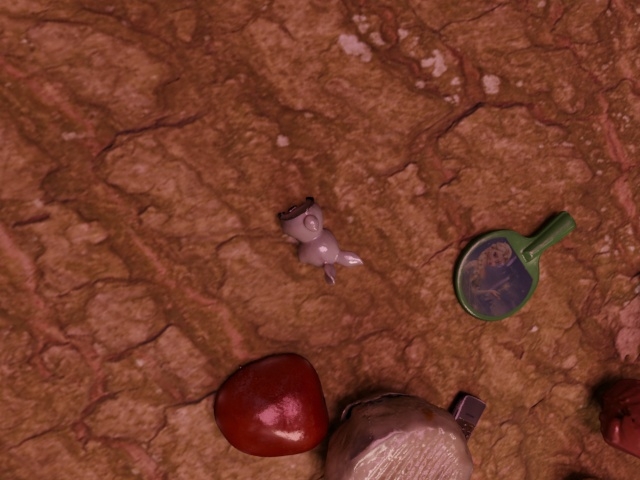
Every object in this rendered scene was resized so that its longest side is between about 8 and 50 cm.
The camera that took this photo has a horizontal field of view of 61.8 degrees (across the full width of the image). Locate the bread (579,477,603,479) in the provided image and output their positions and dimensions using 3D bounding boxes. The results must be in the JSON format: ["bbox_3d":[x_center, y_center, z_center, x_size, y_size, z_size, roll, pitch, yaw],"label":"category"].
[{"bbox_3d":[0.551,0.545,1.014,0.236,0.106,0.140,40,85,-16],"label":"bread"}]

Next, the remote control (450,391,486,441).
[{"bbox_3d":[0.224,0.369,0.942,0.059,0.028,0.212,30,87,-21],"label":"remote control"}]

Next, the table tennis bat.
[{"bbox_3d":[0.346,0.035,0.941,0.257,0.039,0.160,-37,106,-8],"label":"table tennis bat"}]

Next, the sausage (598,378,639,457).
[{"bbox_3d":[0.645,0.355,1.002,0.279,0.152,0.152,25,88,-18],"label":"sausage"}]

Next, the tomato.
[{"bbox_3d":[-0.068,0.269,0.817,0.174,0.082,0.166,-15,100,-17],"label":"tomato"}]

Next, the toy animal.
[{"bbox_3d":[-0.004,0.000,0.816,0.071,0.085,0.124,-37,111,-28],"label":"toy animal"}]

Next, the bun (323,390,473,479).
[{"bbox_3d":[0.114,0.347,0.849,0.239,0.141,0.239,-3,103,-15],"label":"bun"}]
